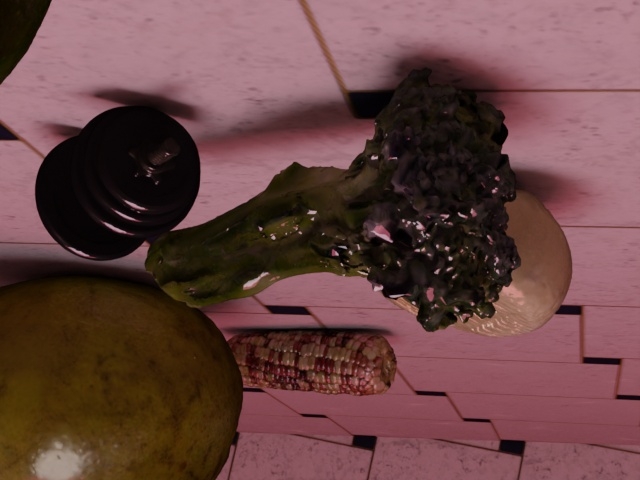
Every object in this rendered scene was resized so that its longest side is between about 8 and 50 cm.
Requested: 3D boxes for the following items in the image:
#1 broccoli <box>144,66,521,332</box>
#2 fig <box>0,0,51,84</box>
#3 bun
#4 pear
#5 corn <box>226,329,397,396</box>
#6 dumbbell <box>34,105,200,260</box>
[{"bbox_3d":[-0.005,-0.005,0.912,0.304,0.164,0.145,-15,171,39],"label":"broccoli"},{"bbox_3d":[-0.197,-0.097,0.625,0.117,0.177,0.117,18,178,1],"label":"fig"},{"bbox_3d":[0.120,0.007,1.081,0.164,0.111,0.188,28,161,-17],"label":"bun"},{"bbox_3d":[-0.276,0.198,1.509,0.413,0.352,0.352,4,169,-39],"label":"pear"},{"bbox_3d":[-0.023,0.158,1.743,0.253,0.086,0.086,1,165,24],"label":"corn"},{"bbox_3d":[-0.151,-0.041,0.971,0.099,0.099,0.208,12,162,-27],"label":"dumbbell"}]
